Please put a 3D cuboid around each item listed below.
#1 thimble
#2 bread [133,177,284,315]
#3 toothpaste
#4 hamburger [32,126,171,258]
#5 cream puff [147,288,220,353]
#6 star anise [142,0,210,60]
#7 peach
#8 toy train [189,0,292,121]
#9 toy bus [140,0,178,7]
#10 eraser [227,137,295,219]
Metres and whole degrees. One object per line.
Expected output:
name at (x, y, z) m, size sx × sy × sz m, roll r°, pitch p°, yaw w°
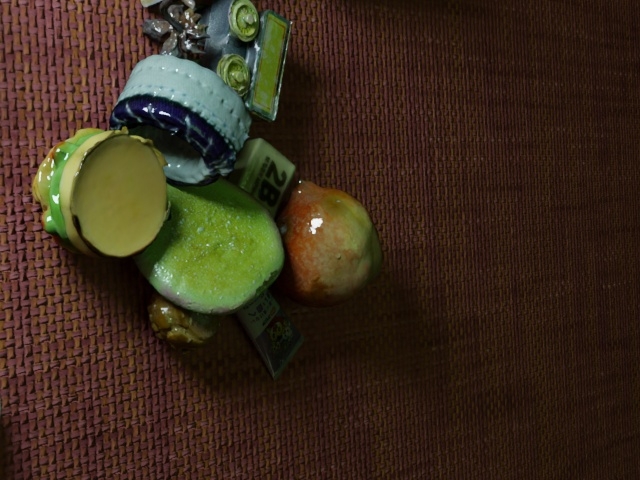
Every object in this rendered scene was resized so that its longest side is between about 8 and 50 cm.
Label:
thimble at (-0.241, -0.203, 1.828) m, size 0.237 × 0.237 × 0.150 m, roll 42°, pitch 59°, yaw -36°
bread at (-0.204, -0.006, 1.895) m, size 0.301 × 0.045 × 0.301 m, roll 14°, pitch 54°, yaw -20°
toothpaste at (-0.120, 0.143, 2.063) m, size 0.114 × 0.073 × 0.299 m, roll -55°, pitch 133°, yaw -30°
hamburger at (-0.377, -0.080, 1.746) m, size 0.237 × 0.149 × 0.237 m, roll -13°, pitch 107°, yaw -51°
cream puff at (-0.252, 0.130, 1.899) m, size 0.144 × 0.103 × 0.126 m, roll 64°, pitch 37°, yaw -23°
star anise at (-0.261, -0.359, 1.778) m, size 0.227 × 0.218 × 0.148 m, roll 25°, pitch 77°, yaw -68°
peach at (0.000, 0.000, 2.078) m, size 0.232 × 0.232 × 0.257 m, roll -40°, pitch 107°, yaw -38°
toy train at (-0.163, -0.344, 1.986) m, size 0.177 × 0.134 × 0.261 m, roll 21°, pitch 75°, yaw -52°
toy bus at (-0.212, -0.552, 1.960) m, size 0.342 × 0.097 × 0.138 m, roll -41°, pitch 115°, yaw -38°
eraser at (-0.126, -0.101, 2.063) m, size 0.117 × 0.058 × 0.172 m, roll 40°, pitch 63°, yaw -37°
